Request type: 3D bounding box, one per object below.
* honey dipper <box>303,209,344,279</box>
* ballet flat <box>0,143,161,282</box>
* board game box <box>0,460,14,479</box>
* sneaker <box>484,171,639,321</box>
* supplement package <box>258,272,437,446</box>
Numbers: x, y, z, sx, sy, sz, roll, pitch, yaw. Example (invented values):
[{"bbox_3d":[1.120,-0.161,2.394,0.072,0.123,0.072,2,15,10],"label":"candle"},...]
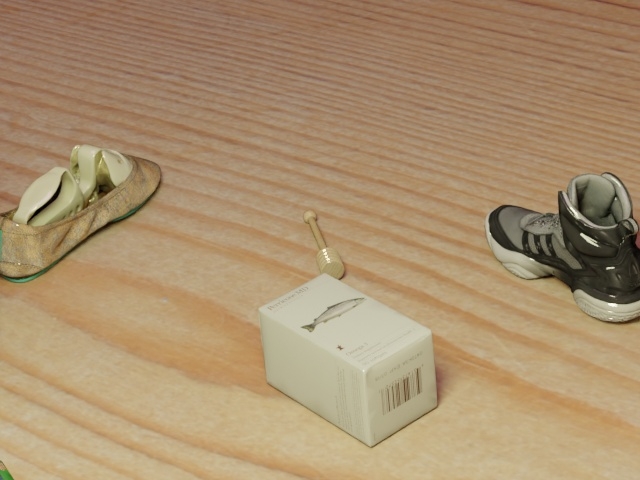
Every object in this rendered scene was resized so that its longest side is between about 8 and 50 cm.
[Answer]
[{"bbox_3d":[0.000,0.000,2.260,0.030,0.030,0.161,-10,30,-7],"label":"honey dipper"},{"bbox_3d":[-0.313,-0.061,2.337,0.107,0.106,0.316,12,35,27],"label":"ballet flat"},{"bbox_3d":[-0.383,0.241,1.787,0.211,0.039,0.160,29,8,-39],"label":"board game box"},{"bbox_3d":[0.294,-0.021,2.126,0.101,0.153,0.268,-23,35,-26],"label":"sneaker"},{"bbox_3d":[0.029,0.128,1.971,0.105,0.105,0.179,-29,38,-32],"label":"supplement package"}]
